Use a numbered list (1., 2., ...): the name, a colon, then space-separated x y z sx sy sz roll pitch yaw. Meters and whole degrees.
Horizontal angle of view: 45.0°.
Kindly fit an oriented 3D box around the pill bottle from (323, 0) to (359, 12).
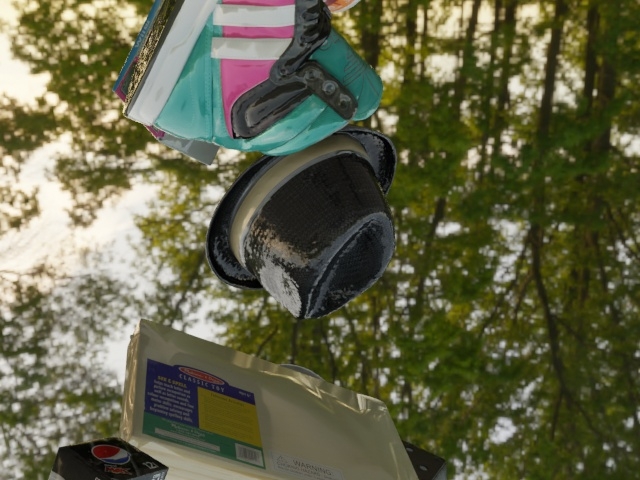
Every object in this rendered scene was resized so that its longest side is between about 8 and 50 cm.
1. pill bottle: -0.078 -0.556 1.417 0.224 0.224 0.392 13 -167 35

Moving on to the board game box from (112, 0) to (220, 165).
1. board game box: -0.202 -0.272 1.177 0.097 0.224 0.303 23 -169 -32

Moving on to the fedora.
1. fedora: 0.000 0.000 1.099 0.334 0.334 0.152 -13 -127 -27

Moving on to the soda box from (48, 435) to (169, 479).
1. soda box: -0.166 0.224 0.528 0.053 0.169 0.060 22 -175 27

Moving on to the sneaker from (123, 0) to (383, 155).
1. sneaker: -0.015 -0.174 0.594 0.178 0.295 0.124 23 -141 -23

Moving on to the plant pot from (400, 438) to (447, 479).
1. plant pot: 0.112 0.431 1.281 0.187 0.167 0.188 20 -165 23

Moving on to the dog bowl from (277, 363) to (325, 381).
1. dog bowl: -0.064 0.405 1.405 0.102 0.349 0.349 -26 -176 34

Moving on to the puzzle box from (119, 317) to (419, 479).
1. puzzle box: -0.063 0.250 1.026 0.408 0.052 0.272 22 -163 -18
